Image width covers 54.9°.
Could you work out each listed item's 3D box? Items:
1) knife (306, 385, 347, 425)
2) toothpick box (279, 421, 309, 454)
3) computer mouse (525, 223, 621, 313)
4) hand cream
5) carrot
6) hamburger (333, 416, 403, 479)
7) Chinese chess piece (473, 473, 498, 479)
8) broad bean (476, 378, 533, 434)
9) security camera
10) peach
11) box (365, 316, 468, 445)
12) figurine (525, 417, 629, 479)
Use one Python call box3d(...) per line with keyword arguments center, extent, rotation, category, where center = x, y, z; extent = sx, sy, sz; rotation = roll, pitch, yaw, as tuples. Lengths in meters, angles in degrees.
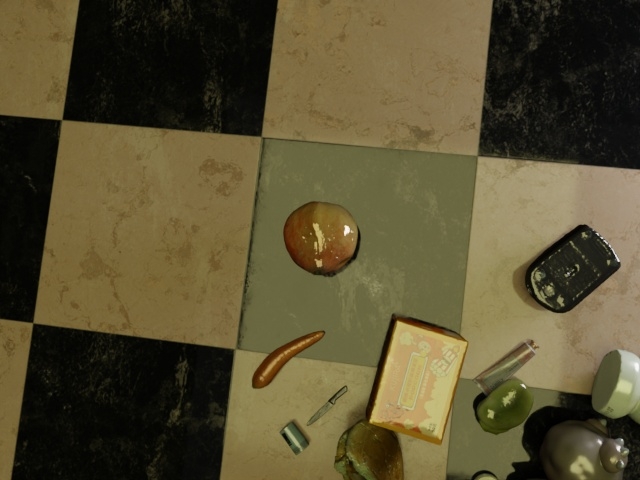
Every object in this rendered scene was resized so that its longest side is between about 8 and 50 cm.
box3d(center=(0.020, 0.499, 1.847), extent=(0.170, 0.010, 0.023), rotation=(-44, 77, 3), category="knife")
box3d(center=(-0.078, 0.588, 1.829), extent=(0.052, 0.052, 0.083), rotation=(-39, 81, 2), category="toothpick box")
box3d(center=(0.706, 0.088, 1.757), extent=(0.269, 0.100, 0.170), rotation=(-37, 85, -2), category="computer mouse")
box3d(center=(0.543, 0.365, 1.785), extent=(0.210, 0.043, 0.067), rotation=(-43, 88, 7), category="hand cream")
box3d(center=(-0.108, 0.347, 1.851), extent=(0.271, 0.062, 0.066), rotation=(-43, 50, -2), category="carrot")
box3d(center=(0.148, 0.616, 1.720), extent=(0.133, 0.211, 0.308), rotation=(-8, 126, 26), category="hamburger")
box3d(center=(0.477, 0.713, 1.768), extent=(0.084, 0.034, 0.084), rotation=(-1, 83, 6), category="Chinese chess piece")
box3d(center=(0.527, 0.478, 1.754), extent=(0.175, 0.082, 0.124), rotation=(-32, 92, 2), category="broad bean")
box3d(center=(0.884, 0.415, 1.665), extent=(0.237, 0.194, 0.194), rotation=(18, 88, 10), category="security camera")
box3d(center=(0.000, 0.000, 1.785), extent=(0.233, 0.232, 0.232), rotation=(0, 86, 6), category="peach")
box3d(center=(0.262, 0.372, 1.704), extent=(0.214, 0.259, 0.283), rotation=(15, 87, 10), category="box")
box3d(center=(0.652, 0.637, 1.667), extent=(0.203, 0.248, 0.380), rotation=(44, 100, 5), category="figurine")
